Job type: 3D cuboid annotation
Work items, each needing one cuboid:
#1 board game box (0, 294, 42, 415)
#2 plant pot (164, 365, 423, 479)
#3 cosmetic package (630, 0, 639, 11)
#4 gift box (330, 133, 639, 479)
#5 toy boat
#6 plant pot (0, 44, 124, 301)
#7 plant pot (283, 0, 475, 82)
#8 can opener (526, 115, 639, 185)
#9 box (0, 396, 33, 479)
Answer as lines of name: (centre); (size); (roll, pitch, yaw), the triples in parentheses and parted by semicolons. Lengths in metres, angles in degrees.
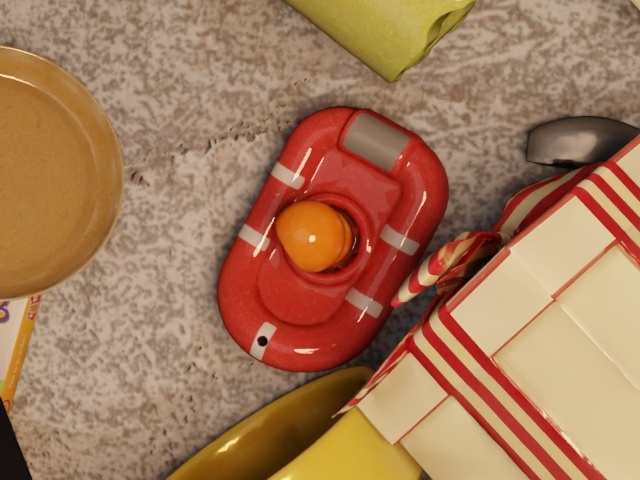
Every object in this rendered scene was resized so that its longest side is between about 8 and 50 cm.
board game box: (-0.336, 0.100, 1.411); (0.124, 0.039, 0.259); (17, 91, 15)
plant pot: (0.002, 0.268, 1.225); (0.254, 0.254, 0.239); (-31, 96, 12)
cosmetic package: (0.283, -0.250, 1.174); (0.296, 0.153, 0.129); (48, 115, 3)
gift box: (0.183, 0.096, 1.112); (0.258, 0.255, 0.276); (49, 132, 7)
toy boat: (0.000, 0.000, 1.266); (0.151, 0.151, 0.231); (29, 96, 13)
plant pot: (-0.293, -0.058, 1.350); (0.236, 0.032, 0.236); (5, 76, -18)
plant pot: (0.033, -0.275, 1.227); (0.276, 0.276, 0.254); (-44, 91, 10)
can opener: (0.307, -0.052, 1.229); (0.283, 0.076, 0.095); (3, 90, 13)
box: (-0.461, 0.170, 1.336); (0.312, 0.179, 0.343); (-29, 76, 19)
